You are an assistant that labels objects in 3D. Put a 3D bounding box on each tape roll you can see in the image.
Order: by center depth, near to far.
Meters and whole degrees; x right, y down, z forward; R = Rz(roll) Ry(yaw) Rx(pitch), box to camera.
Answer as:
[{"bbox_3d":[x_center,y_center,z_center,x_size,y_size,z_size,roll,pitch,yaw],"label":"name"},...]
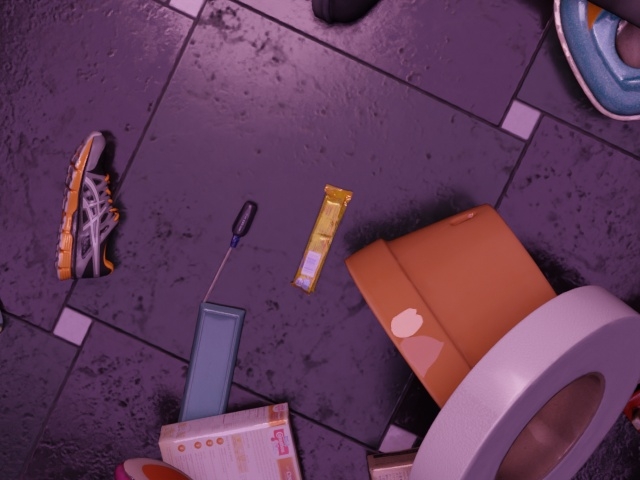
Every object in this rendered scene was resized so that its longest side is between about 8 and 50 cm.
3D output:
[{"bbox_3d":[0.268,0.232,1.724,0.072,0.392,0.392,41,95,29],"label":"tape roll"}]

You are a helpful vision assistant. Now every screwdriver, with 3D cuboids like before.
[{"bbox_3d":[-0.130,0.022,1.936,0.025,0.024,0.169,16,104,-30],"label":"screwdriver"}]

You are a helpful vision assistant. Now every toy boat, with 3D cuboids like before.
[{"bbox_3d":[0.476,-0.322,1.823,0.318,0.148,0.267,-23,90,5],"label":"toy boat"}]

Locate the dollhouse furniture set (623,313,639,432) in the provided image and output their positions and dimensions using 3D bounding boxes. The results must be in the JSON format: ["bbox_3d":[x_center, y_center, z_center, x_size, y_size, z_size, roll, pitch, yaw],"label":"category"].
[{"bbox_3d":[0.552,0.194,1.916,0.259,0.135,0.262,-36,95,15],"label":"dollhouse furniture set"}]

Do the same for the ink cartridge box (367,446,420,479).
[{"bbox_3d":[0.179,0.412,1.938,0.193,0.088,0.234,-9,95,0],"label":"ink cartridge box"}]

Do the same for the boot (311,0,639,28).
[{"bbox_3d":[0.252,-0.375,1.773,0.445,0.146,0.367,27,95,13],"label":"boot"}]

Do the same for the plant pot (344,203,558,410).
[{"bbox_3d":[0.195,0.088,1.786,0.203,0.291,0.291,-35,95,4],"label":"plant pot"}]

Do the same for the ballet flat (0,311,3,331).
[{"bbox_3d":[-0.520,0.063,1.915,0.070,0.070,0.188,-36,95,3],"label":"ballet flat"}]

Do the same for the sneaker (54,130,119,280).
[{"bbox_3d":[-0.321,-0.047,1.902,0.083,0.084,0.214,7,99,-14],"label":"sneaker"}]

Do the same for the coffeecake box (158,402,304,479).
[{"bbox_3d":[-0.123,0.323,1.929,0.186,0.068,0.142,-10,105,1],"label":"coffeecake box"}]

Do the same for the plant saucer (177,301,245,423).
[{"bbox_3d":[-0.158,0.188,1.948,0.067,0.018,0.192,11,97,-1],"label":"plant saucer"}]

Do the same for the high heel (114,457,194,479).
[{"bbox_3d":[-0.197,0.438,1.850,0.181,0.127,0.377,-38,125,7],"label":"high heel"}]

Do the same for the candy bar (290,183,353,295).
[{"bbox_3d":[0.000,0.000,1.931,0.040,0.018,0.161,21,96,2],"label":"candy bar"}]
